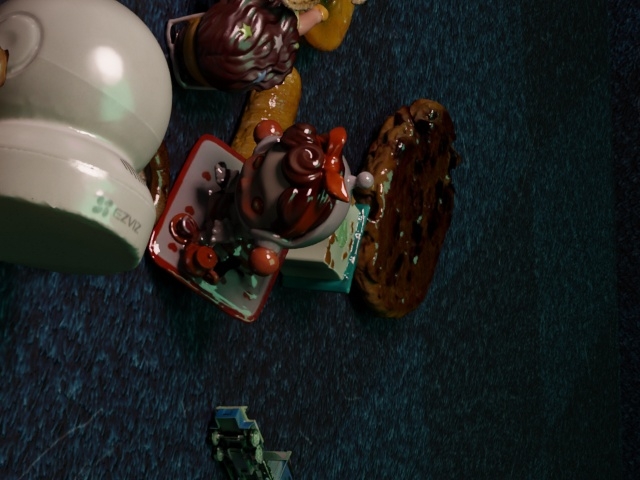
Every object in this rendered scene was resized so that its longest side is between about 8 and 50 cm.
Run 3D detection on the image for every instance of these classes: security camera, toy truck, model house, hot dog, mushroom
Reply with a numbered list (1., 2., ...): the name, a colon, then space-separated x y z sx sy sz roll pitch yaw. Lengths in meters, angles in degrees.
1. security camera: -0.220 -0.105 1.211 0.194 0.195 0.236 44 51 -59
2. toy truck: -0.084 0.260 1.720 0.081 0.067 0.175 -67 146 -47
3. model house: 0.000 0.000 1.813 0.149 0.101 0.127 52 48 -59
4. hot dog: -0.080 -0.094 1.673 0.088 0.061 0.285 38 58 -48
5. mushroom: -0.211 -0.050 1.366 0.170 0.080 0.135 -55 129 -48

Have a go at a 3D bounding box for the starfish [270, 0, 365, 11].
1. starfish: -0.022 -0.391 1.585 0.299 0.060 0.302 9 75 -61

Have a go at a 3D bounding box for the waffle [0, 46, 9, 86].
1. waffle: -0.355 -0.042 0.996 0.261 0.114 0.376 6 89 -63

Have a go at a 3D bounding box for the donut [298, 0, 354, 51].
1. donut: -0.015 -0.325 1.771 0.162 0.066 0.178 -60 147 -35

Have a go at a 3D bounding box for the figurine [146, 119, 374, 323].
1. figurine: -0.041 -0.044 1.498 0.160 0.226 0.183 36 56 -22

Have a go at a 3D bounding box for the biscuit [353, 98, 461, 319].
1. biscuit: 0.118 -0.051 2.090 0.334 0.081 0.289 -67 151 -27

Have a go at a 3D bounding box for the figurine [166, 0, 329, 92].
1. figurine: -0.073 -0.242 1.589 0.240 0.116 0.174 -47 136 -55
